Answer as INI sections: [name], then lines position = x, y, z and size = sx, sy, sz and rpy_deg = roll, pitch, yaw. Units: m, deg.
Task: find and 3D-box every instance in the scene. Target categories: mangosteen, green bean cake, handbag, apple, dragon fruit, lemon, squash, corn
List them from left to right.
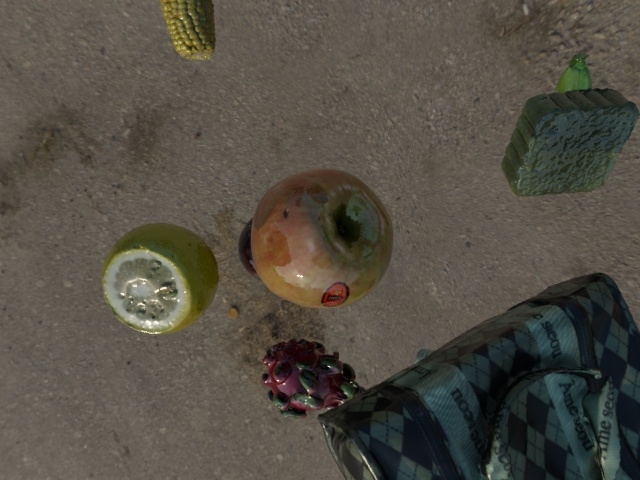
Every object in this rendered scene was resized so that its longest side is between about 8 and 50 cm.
[lemon]
position = -0.340, 0.076, 1.003
size = 0.241, 0.219, 0.240
rpy_deg = 1, 104, 5
[corn]
position = -0.248, -0.485, 0.800
size = 0.102, 0.101, 0.310
rpy_deg = -2, 98, 11
[mangosteen]
position = -0.127, 0.017, 1.567
size = 0.297, 0.293, 0.296
rpy_deg = -24, 54, 39
[dragon fruit]
position = -0.017, 0.352, 1.180
size = 0.273, 0.218, 0.198
rpy_deg = -3, 75, -10
[apple]
position = 0.000, 0.000, 1.221
size = 0.347, 0.392, 0.391
rpy_deg = -24, 91, 55
[handbag]
position = 0.251, 0.265, 0.558
size = 0.417, 0.180, 0.316
rpy_deg = -24, 81, -18
[green bean cake]
position = 0.441, -0.177, 0.819
size = 0.184, 0.094, 0.184
rpy_deg = -4, 139, -3
[squash]
position = 0.790, -0.385, 1.442
size = 0.107, 0.107, 0.394
rpy_deg = -2, 126, 11

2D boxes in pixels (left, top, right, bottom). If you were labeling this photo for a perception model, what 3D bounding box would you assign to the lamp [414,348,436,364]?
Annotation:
[lamp]
position = 0.334, 0.313, 1.139
size = 0.193, 0.106, 0.106
rpy_deg = 0, 97, 45
